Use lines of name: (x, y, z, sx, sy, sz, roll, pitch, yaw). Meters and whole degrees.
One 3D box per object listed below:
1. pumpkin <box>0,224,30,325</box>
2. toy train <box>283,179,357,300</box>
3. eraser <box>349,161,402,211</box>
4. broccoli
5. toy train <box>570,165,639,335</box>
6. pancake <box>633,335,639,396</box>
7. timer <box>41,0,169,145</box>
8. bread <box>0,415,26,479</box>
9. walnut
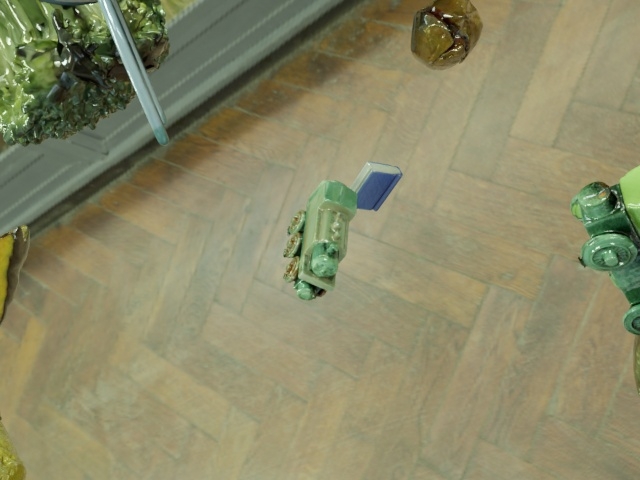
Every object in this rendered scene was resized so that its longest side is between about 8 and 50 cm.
pumpkin: (-0.509, 0.088, 1.141, 0.254, 0.130, 0.149, -27, 92, -1)
toy train: (0.000, 0.000, 1.207, 0.125, 0.081, 0.194, -50, 24, 40)
eraser: (0.086, -0.088, 1.269, 0.084, 0.063, 0.027, -57, 42, 36)
broccoli: (-0.279, -0.245, 0.823, 0.263, 0.243, 0.247, -41, 26, -14)
toy train: (0.392, 0.012, 0.883, 0.157, 0.253, 0.105, -21, 38, 27)
pancake: (0.586, 0.255, 1.339, 0.042, 0.236, 0.222, -4, 114, 11)
timer: (-0.191, -0.207, 0.582, 0.175, 0.175, 0.255, 17, 112, 37)
bread: (-0.539, 0.342, 1.150, 0.197, 0.197, 0.170, -49, 50, 17)
walnut: (0.233, -0.391, 1.452, 0.137, 0.245, 0.137, 0, 88, -1)
